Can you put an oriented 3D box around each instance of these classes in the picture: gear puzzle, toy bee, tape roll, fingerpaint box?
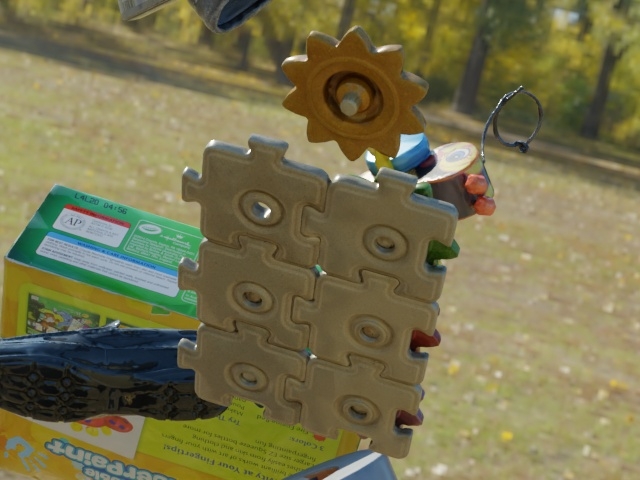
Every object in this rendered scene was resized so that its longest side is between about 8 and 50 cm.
[{"bbox_3d":[0.000,0.000,0.874,0.175,0.339,0.044,16,45,9],"label":"gear puzzle"},{"bbox_3d":[0.107,-0.062,1.449,0.195,0.298,0.162,41,6,-22],"label":"toy bee"},{"bbox_3d":[-0.020,0.292,1.458,0.219,0.072,0.219,-24,-2,-1],"label":"tape roll"},{"bbox_3d":[-0.159,0.173,1.708,0.444,0.371,0.163,17,40,4],"label":"fingerpaint box"}]

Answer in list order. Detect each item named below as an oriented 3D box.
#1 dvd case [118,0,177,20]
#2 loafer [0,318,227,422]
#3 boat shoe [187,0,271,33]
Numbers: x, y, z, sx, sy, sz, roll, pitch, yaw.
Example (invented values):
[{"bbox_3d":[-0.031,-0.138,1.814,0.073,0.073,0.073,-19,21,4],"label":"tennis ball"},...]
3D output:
[{"bbox_3d":[-0.188,-0.367,1.469,0.029,0.239,0.179,-16,5,-33],"label":"dvd case"},{"bbox_3d":[-0.182,0.106,1.164,0.223,0.076,0.078,3,39,-13],"label":"loafer"},{"bbox_3d":[0.017,-0.271,1.059,0.102,0.301,0.108,57,6,21],"label":"boat shoe"}]
